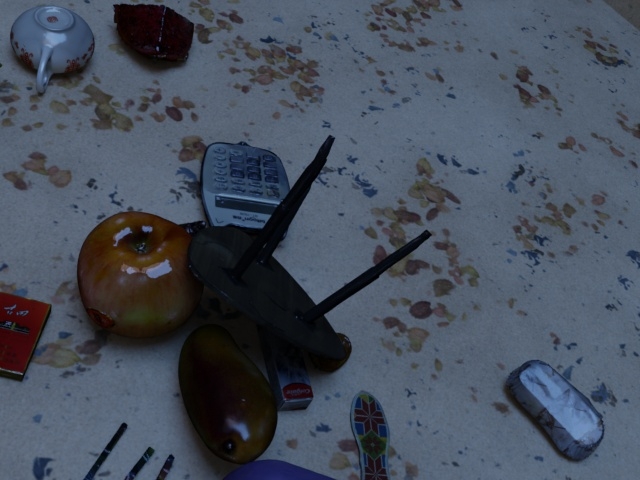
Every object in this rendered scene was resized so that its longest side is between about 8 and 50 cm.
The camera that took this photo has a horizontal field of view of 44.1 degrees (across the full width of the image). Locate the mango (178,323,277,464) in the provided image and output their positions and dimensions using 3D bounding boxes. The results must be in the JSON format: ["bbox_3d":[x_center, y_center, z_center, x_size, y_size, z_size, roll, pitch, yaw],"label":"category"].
[{"bbox_3d":[-0.137,0.227,1.168,0.133,0.111,0.267,0,34,-24],"label":"mango"}]

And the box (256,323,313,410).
[{"bbox_3d":[-0.066,0.175,1.301,0.055,0.039,0.218,0,51,-25],"label":"box"}]

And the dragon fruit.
[{"bbox_3d":[-0.367,-0.443,1.705,0.161,0.120,0.127,13,85,22],"label":"dragon fruit"}]

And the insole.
[{"bbox_3d":[0.082,0.326,1.253,0.065,0.006,0.193,9,47,-15],"label":"insole"}]

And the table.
[{"bbox_3d":[0.000,0.000,1.245,0.317,0.249,0.317,39,14,-11],"label":"table"}]

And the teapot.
[{"bbox_3d":[-0.536,-0.394,1.573,0.159,0.116,0.245,22,51,-19],"label":"teapot"}]

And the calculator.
[{"bbox_3d":[-0.144,-0.102,1.513,0.177,0.040,0.268,9,47,-16],"label":"calculator"}]

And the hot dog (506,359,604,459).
[{"bbox_3d":[0.416,0.292,1.388,0.108,0.059,0.191,-32,71,-25],"label":"hot dog"}]

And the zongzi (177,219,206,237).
[{"bbox_3d":[-0.248,-0.010,1.381,0.073,0.067,0.083,45,66,9],"label":"zongzi"}]

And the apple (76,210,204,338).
[{"bbox_3d":[-0.280,0.053,1.233,0.209,0.164,0.209,10,46,-11],"label":"apple"}]

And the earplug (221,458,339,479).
[{"bbox_3d":[0.063,0.428,1.024,0.456,0.215,0.215,22,46,1],"label":"earplug"}]

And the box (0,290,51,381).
[{"bbox_3d":[-0.466,0.140,1.175,0.090,0.023,0.133,18,46,-10],"label":"box"}]

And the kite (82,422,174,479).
[{"bbox_3d":[-0.297,0.372,1.046,0.152,0.015,0.285,28,46,2],"label":"kite"}]

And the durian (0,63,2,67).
[{"bbox_3d":[-0.689,-0.251,1.307,0.340,0.204,0.256,-13,68,-30],"label":"durian"}]

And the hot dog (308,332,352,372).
[{"bbox_3d":[0.016,0.189,1.326,0.058,0.035,0.083,44,47,17],"label":"hot dog"}]
